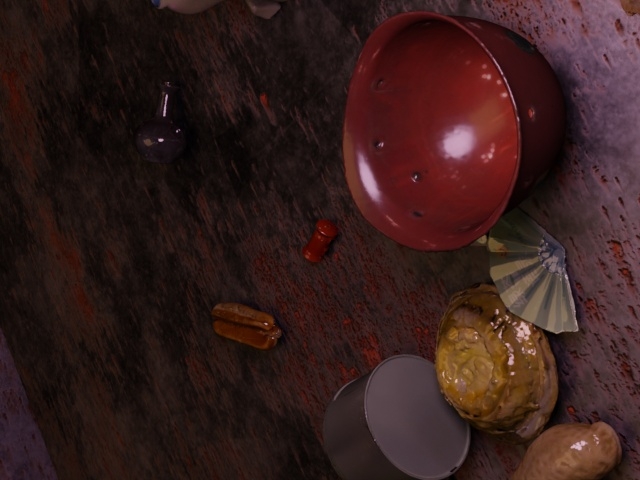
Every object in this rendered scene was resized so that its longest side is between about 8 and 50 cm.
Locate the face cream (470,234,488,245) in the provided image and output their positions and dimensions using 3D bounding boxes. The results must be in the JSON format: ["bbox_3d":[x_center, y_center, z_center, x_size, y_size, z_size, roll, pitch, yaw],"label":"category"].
[{"bbox_3d":[0.238,-0.002,1.625,0.115,0.020,0.038,-10,95,48],"label":"face cream"}]

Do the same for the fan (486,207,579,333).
[{"bbox_3d":[0.332,0.048,1.511,0.131,0.009,0.240,-37,66,29],"label":"fan"}]

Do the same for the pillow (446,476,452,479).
[{"bbox_3d":[0.176,0.527,1.855,0.255,0.059,0.169,-6,101,48],"label":"pillow"}]

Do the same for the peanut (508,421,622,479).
[{"bbox_3d":[0.385,0.379,1.523,0.137,0.122,0.253,34,123,25],"label":"peanut"}]

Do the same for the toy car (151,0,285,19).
[{"bbox_3d":[-0.201,-0.514,1.697,0.242,0.336,0.226,59,140,15],"label":"toy car"}]

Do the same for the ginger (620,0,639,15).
[{"bbox_3d":[0.442,-0.302,1.253,0.096,0.067,0.165,0,104,26],"label":"ginger"}]

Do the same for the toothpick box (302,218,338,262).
[{"bbox_3d":[0.000,0.000,1.874,0.047,0.047,0.083,51,135,23],"label":"toothpick box"}]

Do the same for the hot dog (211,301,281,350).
[{"bbox_3d":[-0.161,0.188,2.110,0.236,0.062,0.092,13,113,48],"label":"hot dog"}]

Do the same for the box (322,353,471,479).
[{"bbox_3d":[0.133,0.334,1.703,0.149,0.226,0.226,-40,73,47],"label":"box"}]

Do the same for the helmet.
[{"bbox_3d":[0.223,-0.171,1.423,0.337,0.230,0.385,58,145,17],"label":"helmet"}]

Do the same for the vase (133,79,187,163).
[{"bbox_3d":[-0.354,-0.266,2.138,0.120,0.120,0.182,17,102,44],"label":"vase"}]

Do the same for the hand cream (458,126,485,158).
[{"bbox_3d":[0.205,-0.126,1.601,0.171,0.043,0.065,-38,71,46],"label":"hand cream"}]

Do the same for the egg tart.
[{"bbox_3d":[0.277,0.210,1.597,0.279,0.095,0.278,16,111,50],"label":"egg tart"}]
